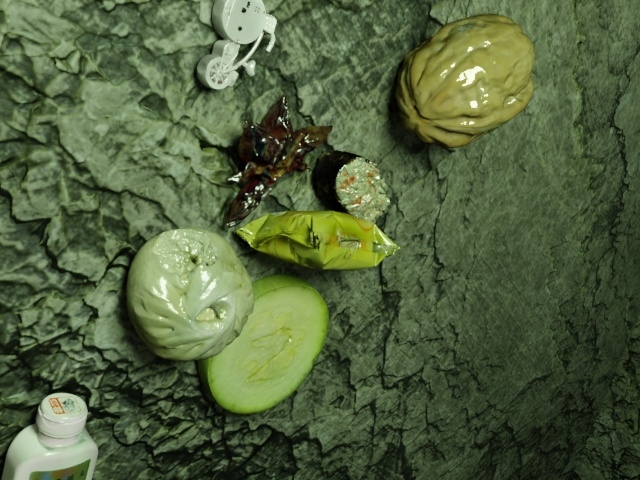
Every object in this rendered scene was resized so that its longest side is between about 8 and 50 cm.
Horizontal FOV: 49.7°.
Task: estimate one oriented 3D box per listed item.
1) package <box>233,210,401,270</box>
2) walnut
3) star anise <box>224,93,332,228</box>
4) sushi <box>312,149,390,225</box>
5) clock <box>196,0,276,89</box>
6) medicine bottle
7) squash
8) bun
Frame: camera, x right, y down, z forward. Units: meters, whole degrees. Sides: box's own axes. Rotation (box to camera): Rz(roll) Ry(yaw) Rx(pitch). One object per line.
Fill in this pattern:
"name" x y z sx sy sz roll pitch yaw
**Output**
"package" 0.000 0.000 1.060 0.226 0.168 0.090 10 85 -50
"walnut" 0.232 -0.253 1.092 0.245 0.198 0.198 -31 134 -22
"star anise" -0.072 -0.128 0.977 0.212 0.053 0.157 -35 137 -20
"sushi" 0.052 -0.084 1.109 0.090 0.078 0.150 -48 138 -10
"clock" -0.107 -0.249 0.872 0.087 0.041 0.129 19 97 -45
"medicine bottle" -0.374 0.318 0.954 0.115 0.078 0.219 1 114 -43
"squash" -0.091 0.173 1.161 0.252 0.049 0.252 -24 130 -32
"bun" -0.172 0.077 0.959 0.178 0.128 0.193 -29 131 -26
